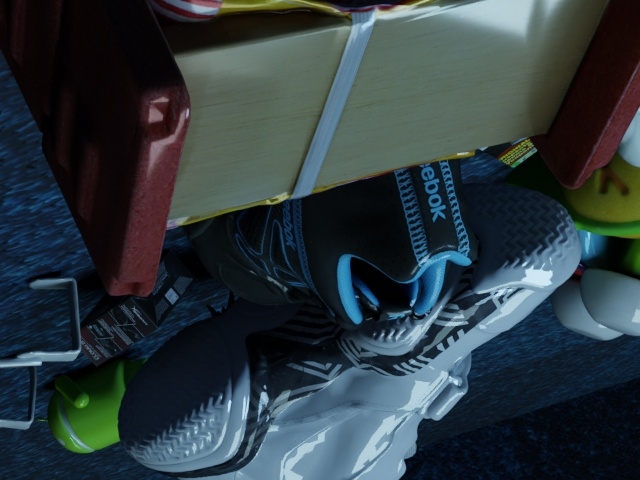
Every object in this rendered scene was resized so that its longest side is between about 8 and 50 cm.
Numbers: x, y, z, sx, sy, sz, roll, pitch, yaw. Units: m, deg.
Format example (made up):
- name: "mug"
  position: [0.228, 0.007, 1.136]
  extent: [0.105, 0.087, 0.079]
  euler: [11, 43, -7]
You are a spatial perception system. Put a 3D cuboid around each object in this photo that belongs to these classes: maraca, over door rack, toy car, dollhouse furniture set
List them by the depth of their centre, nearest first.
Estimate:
- name: "dollhouse furniture set"
  position: [0.027, -0.161, 0.505]
  extent: [0.201, 0.152, 0.374]
  euler: [-13, 148, -24]
- name: "over door rack"
  position: [-0.328, 0.139, 1.199]
  extent: [0.324, 0.108, 0.239]
  euler: [-14, 167, -23]
- name: "maraca"
  position: [0.213, -0.052, 1.201]
  extent: [0.185, 0.127, 0.099]
  euler: [-18, 132, 27]
- name: "toy car"
  position: [0.216, -0.015, 1.325]
  extent: [0.136, 0.159, 0.182]
  euler: [23, 172, -6]

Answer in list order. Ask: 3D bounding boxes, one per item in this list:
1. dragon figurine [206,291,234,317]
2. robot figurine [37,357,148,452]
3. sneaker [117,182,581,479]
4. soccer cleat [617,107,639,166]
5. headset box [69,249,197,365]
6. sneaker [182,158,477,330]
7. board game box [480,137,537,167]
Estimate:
- name: "dragon figurine"
  position: [0.013, 0.056, 1.396]
  extent: [0.085, 0.144, 0.289]
  euler: [-31, -178, 34]
- name: "robot figurine"
  position: [-0.190, 0.146, 1.508]
  extent: [0.115, 0.067, 0.101]
  euler: [-24, 139, 19]
- name: "sneaker"
  position: [0.052, 0.108, 1.236]
  extent: [0.365, 0.137, 0.210]
  euler: [-28, 124, 19]
- name: "soccer cleat"
  position: [0.186, -0.105, 1.055]
  extent: [0.068, 0.076, 0.196]
  euler: [-51, 156, -13]
- name: "headset box"
  position: [-0.136, 0.050, 1.219]
  extent: [0.083, 0.032, 0.062]
  euler: [-29, -164, 40]
- name: "sneaker"
  position: [0.000, 0.000, 1.037]
  extent: [0.125, 0.140, 0.341]
  euler: [-19, 168, -15]
- name: "board game box"
  position: [0.181, -0.131, 0.893]
  extent: [0.259, 0.030, 0.136]
  euler: [-37, 161, 14]
